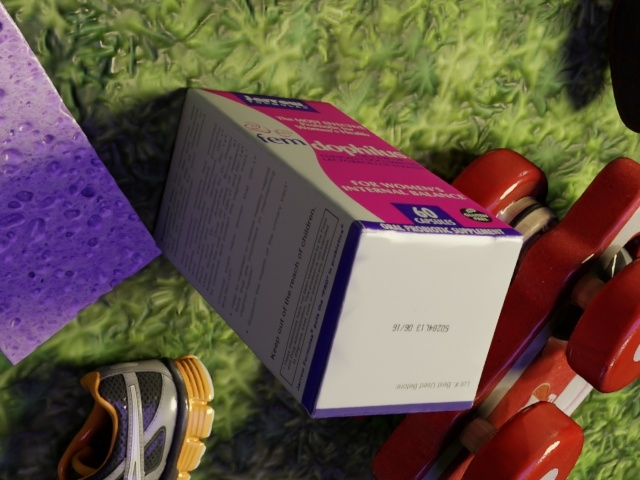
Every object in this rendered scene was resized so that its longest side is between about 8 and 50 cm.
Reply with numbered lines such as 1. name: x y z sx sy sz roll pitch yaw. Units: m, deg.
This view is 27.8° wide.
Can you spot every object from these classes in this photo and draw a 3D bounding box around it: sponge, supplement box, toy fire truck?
1. sponge: -0.188 -0.034 0.748 0.117 0.031 0.210 -36 128 -10
2. supplement box: 0.000 0.000 0.762 0.111 0.220 0.114 2 112 -33
3. toy fire truck: 0.160 0.083 0.967 0.302 0.169 0.254 -53 153 4

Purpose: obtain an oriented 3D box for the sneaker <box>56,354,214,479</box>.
1. sneaker: -0.140 0.173 0.864 0.083 0.084 0.215 9 101 -32

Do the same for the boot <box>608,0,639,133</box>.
1. boot: 0.277 -0.184 0.926 0.106 0.082 0.219 -6 116 -26
